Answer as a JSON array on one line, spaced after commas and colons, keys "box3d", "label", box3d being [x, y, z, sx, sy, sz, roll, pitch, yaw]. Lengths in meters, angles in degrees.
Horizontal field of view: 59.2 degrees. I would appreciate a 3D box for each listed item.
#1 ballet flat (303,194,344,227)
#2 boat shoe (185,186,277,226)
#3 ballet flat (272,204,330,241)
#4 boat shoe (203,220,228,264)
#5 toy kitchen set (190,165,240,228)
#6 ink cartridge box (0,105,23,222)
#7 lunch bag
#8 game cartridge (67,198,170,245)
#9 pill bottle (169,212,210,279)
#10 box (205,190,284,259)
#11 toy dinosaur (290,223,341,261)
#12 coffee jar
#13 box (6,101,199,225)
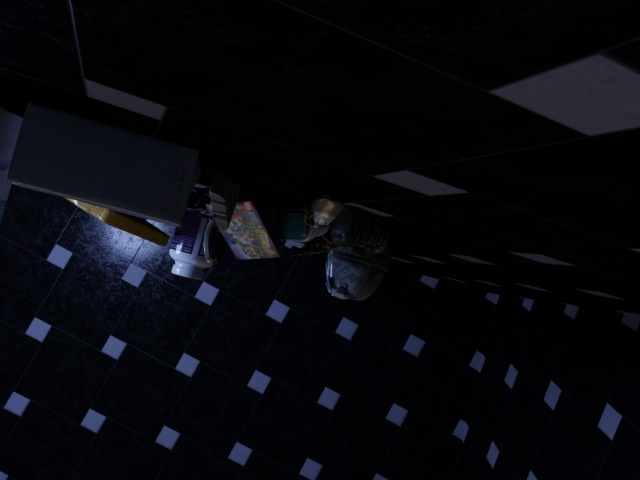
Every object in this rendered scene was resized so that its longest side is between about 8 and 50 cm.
[{"box3d": [0.006, -0.068, 1.444, 0.080, 0.073, 0.232, 15, 176, -11], "label": "ballet flat"}, {"box3d": [-0.309, -0.098, 1.781, 0.341, 0.127, 0.158, 12, -177, 36], "label": "boat shoe"}, {"box3d": [-0.122, -0.058, 1.826, 0.139, 0.139, 0.400, 18, 174, -42], "label": "ballet flat"}, {"box3d": [-0.329, -0.040, 1.943, 0.092, 0.285, 0.102, 0, 139, 10], "label": "boat shoe"}, {"box3d": [-0.312, -0.145, 1.501, 0.166, 0.122, 0.207, 15, 156, 0], "label": "toy kitchen set"}, {"box3d": [-0.843, -0.197, 1.295, 0.198, 0.270, 0.197, 15, 178, 0], "label": "ink cartridge box"}, {"box3d": [0.142, 0.113, 2.248, 0.213, 0.256, 0.305, 13, 176, 18], "label": "lunch bag"}, {"box3d": [-0.633, -0.091, 1.666, 0.324, 0.052, 0.285, 30, 178, 26], "label": "game cartridge"}, {"box3d": [-0.480, -0.016, 2.202, 0.182, 0.322, 0.181, 15, 176, 1], "label": "pill bottle"}, {"box3d": [-0.227, -0.041, 1.707, 0.159, 0.044, 0.233, -4, 132, 24], "label": "box"}, {"box3d": [0.000, 0.000, 2.050, 0.219, 0.164, 0.322, -1, 155, -3], "label": "toy dinosaur"}, {"box3d": [0.118, -0.024, 1.501, 0.184, 0.096, 0.079, 17, 179, -40], "label": "coffee jar"}, {"box3d": [-0.458, -0.153, 1.242, 0.345, 0.168, 0.215, 15, 177, -14], "label": "box"}]
